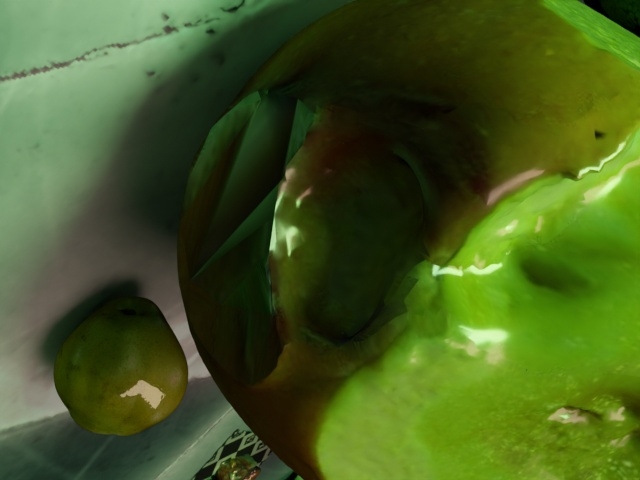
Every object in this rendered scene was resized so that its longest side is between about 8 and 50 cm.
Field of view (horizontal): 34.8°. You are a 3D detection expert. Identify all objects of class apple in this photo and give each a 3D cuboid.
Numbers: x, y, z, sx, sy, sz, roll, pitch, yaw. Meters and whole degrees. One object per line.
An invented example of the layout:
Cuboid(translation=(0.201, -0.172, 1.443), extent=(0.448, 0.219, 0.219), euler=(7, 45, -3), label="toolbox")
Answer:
Cuboid(translation=(0.107, 0.010, 0.621), extent=(0.374, 0.384, 0.375), euler=(-10, 105, -41), label="apple")

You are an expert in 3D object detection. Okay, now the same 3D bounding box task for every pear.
Cuboid(translation=(-0.140, 0.086, 0.709), extent=(0.092, 0.092, 0.097), euler=(25, 67, -62), label="pear")

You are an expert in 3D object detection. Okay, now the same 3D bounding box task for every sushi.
Cuboid(translation=(-0.093, 0.257, 1.082), extent=(0.126, 0.026, 0.120), euler=(-48, 153, 7), label="sushi")

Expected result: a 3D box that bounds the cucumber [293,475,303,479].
Cuboid(translation=(0.052, 0.298, 1.252), extent=(0.191, 0.130, 0.191), euler=(-26, 148, -18), label="cucumber")

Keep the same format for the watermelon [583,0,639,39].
Cuboid(translation=(0.309, -0.222, 0.712), extent=(0.269, 0.269, 0.269), euler=(-34, 152, -21), label="watermelon")
